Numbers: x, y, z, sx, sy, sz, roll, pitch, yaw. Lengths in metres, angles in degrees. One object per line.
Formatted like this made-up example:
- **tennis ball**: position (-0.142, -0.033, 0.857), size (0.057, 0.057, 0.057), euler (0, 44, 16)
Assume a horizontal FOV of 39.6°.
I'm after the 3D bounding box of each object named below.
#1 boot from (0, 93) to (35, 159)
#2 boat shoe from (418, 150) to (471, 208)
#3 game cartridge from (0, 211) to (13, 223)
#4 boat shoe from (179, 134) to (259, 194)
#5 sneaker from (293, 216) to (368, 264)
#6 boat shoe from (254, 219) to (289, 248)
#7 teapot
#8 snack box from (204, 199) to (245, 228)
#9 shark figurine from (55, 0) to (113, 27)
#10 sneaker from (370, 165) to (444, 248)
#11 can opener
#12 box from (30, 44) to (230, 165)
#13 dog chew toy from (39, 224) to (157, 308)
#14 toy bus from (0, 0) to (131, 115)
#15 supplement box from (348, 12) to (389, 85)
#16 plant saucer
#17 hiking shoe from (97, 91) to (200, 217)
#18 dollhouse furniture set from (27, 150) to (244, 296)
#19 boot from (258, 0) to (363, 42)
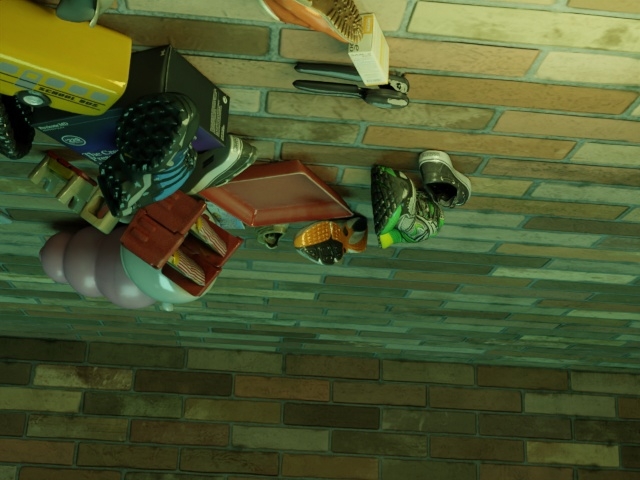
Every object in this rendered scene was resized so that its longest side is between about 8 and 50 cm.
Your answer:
- **boot**: position (-0.628, -0.227, 1.395), size (0.260, 0.131, 0.348), euler (7, 173, 9)
- **boat shoe**: position (0.247, -0.102, 1.753), size (0.080, 0.076, 0.228), euler (-4, 161, 19)
- **game cartridge**: position (-0.795, -0.054, 2.147), size (0.083, 0.017, 0.056), euler (-4, 157, 18)
- **boat shoe**: position (-0.199, -0.135, 1.714), size (0.070, 0.078, 0.219), euler (16, 156, -33)
- **sneaker**: position (0.000, 0.000, 1.987), size (0.121, 0.099, 0.262), euler (1, -176, 32)
- **boat shoe**: position (-0.118, -0.014, 2.079), size (0.068, 0.072, 0.190), euler (6, 162, -12)
- **teapot**: position (-0.357, 0.020, 1.974), size (0.187, 0.256, 0.252), euler (-3, 170, 30)
- **snack box**: position (-0.215, -0.063, 2.024), size (0.064, 0.022, 0.178), euler (0, 162, 4)
- **shark figurine**: position (-0.300, -0.326, 1.090), size (0.166, 0.116, 0.278), euler (-1, 164, 7)
- **sneaker**: position (0.178, -0.073, 1.812), size (0.146, 0.134, 0.343), euler (-6, 170, 6)
- **can opener**: position (0.049, -0.246, 1.381), size (0.186, 0.059, 0.073), euler (13, -172, -2)
- **box**: position (-0.308, -0.213, 1.457), size (0.261, 0.103, 0.184), euler (-6, 158, 24)
- **dog chew toy**: position (-0.529, 0.053, 2.165), size (0.332, 0.207, 0.206), euler (7, 163, 13)
- **toy bus**: position (-0.449, -0.278, 1.257), size (0.332, 0.108, 0.130), euler (15, 158, -32)
- **supplement box**: position (0.070, -0.273, 1.276), size (0.036, 0.062, 0.098), euler (-2, 161, 18)
- **plant saucer**: position (-0.095, -0.099, 1.858), size (0.258, 0.048, 0.259), euler (-6, 161, 24)
- **hiking shoe**: position (-0.246, -0.146, 1.378), size (0.132, 0.113, 0.304), euler (-22, 171, -37)
- **dollhouse furniture set**: position (-0.364, -0.062, 1.762), size (0.374, 0.152, 0.201), euler (32, 172, 23)
- **boot**: position (-0.013, -0.310, 1.194), size (0.158, 0.059, 0.084), euler (28, 153, -37)
